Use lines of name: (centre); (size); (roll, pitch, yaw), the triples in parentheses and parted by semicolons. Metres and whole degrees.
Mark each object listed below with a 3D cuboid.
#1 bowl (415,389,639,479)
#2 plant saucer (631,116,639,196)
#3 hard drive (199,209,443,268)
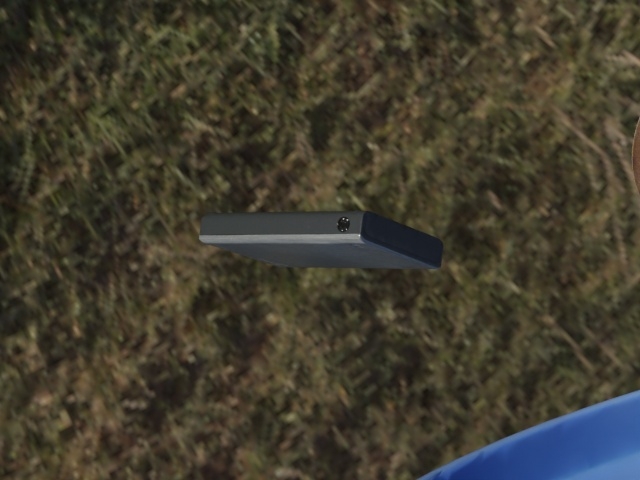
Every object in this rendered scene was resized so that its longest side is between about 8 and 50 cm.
bowl: (0.187, 0.096, 0.486); (0.391, 0.391, 0.077); (-15, 93, -19)
plant saucer: (0.336, -0.075, 1.298); (0.168, 0.029, 0.169); (-5, 110, -15)
hard drive: (0.000, 0.000, 1.060); (0.094, 0.135, 0.022); (19, 75, -51)
